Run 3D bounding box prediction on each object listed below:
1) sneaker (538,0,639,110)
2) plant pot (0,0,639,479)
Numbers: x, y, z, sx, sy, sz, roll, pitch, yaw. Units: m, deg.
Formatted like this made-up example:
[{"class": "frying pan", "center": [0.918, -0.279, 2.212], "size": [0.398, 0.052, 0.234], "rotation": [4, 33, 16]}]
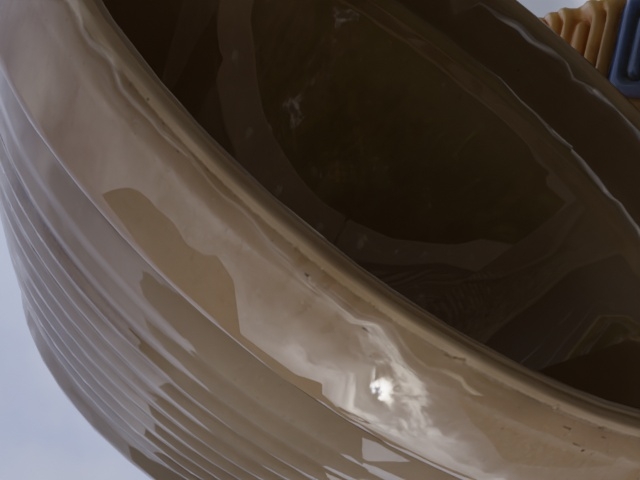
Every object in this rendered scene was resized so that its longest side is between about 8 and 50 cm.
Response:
[{"class": "sneaker", "center": [0.190, -0.001, 0.660], "size": [0.131, 0.296, 0.112], "rotation": [44, -119, -66]}, {"class": "plant pot", "center": [0.000, 0.000, 0.526], "size": [0.237, 0.110, 0.237], "rotation": [30, -154, -16]}]
